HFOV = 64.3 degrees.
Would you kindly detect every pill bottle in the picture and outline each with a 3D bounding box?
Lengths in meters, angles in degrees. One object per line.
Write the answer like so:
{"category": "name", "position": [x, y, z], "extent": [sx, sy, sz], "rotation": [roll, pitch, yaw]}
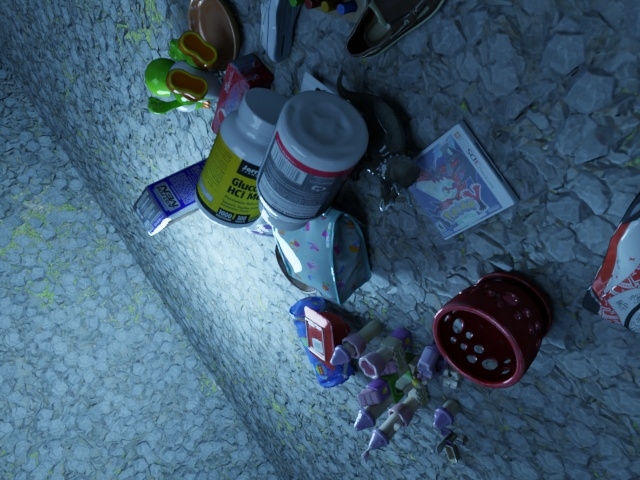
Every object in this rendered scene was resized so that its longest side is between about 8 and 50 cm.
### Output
{"category": "pill bottle", "position": [-0.036, -0.146, 1.070], "extent": [0.176, 0.176, 0.318], "rotation": [51, 150, 9]}
{"category": "pill bottle", "position": [-0.179, -0.199, 1.260], "extent": [0.188, 0.188, 0.334], "rotation": [47, 133, 14]}

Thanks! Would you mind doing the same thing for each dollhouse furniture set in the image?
{"category": "dollhouse furniture set", "position": [0.366, 0.607, 1.440], "extent": [0.091, 0.081, 0.114], "rotation": [4, 121, 51]}

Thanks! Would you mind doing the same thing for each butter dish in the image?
{"category": "butter dish", "position": [0.034, 0.272, 1.490], "extent": [0.160, 0.118, 0.159], "rotation": [20, 119, 57]}

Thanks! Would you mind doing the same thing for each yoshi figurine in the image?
{"category": "yoshi figurine", "position": [-0.399, -0.446, 1.394], "extent": [0.202, 0.204, 0.362], "rotation": [68, 162, -10]}

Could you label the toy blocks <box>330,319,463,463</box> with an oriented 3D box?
{"category": "toy blocks", "position": [0.181, 0.407, 1.345], "extent": [0.309, 0.260, 0.288], "rotation": [9, 124, 49]}

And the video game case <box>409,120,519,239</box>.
{"category": "video game case", "position": [0.265, -0.111, 1.017], "extent": [0.183, 0.023, 0.201], "rotation": [55, 147, 2]}

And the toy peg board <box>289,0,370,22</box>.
{"category": "toy peg board", "position": [0.010, -0.501, 0.961], "extent": [0.161, 0.079, 0.161], "rotation": [33, 141, 31]}

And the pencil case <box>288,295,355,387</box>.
{"category": "pencil case", "position": [0.007, 0.329, 1.625], "extent": [0.133, 0.119, 0.305], "rotation": [2, 119, 54]}

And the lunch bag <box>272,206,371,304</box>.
{"category": "lunch bag", "position": [0.000, 0.000, 1.327], "extent": [0.224, 0.160, 0.262], "rotation": [24, 140, 40]}

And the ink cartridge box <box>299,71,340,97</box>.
{"category": "ink cartridge box", "position": [0.004, -0.285, 1.194], "extent": [0.145, 0.045, 0.179], "rotation": [43, 138, 21]}

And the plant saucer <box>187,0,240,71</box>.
{"category": "plant saucer", "position": [-0.271, -0.543, 1.321], "extent": [0.200, 0.037, 0.199], "rotation": [31, 139, 32]}

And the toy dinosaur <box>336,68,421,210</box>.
{"category": "toy dinosaur", "position": [0.123, -0.211, 1.053], "extent": [0.160, 0.121, 0.313], "rotation": [-14, 86, 52]}

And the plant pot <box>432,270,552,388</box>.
{"category": "plant pot", "position": [0.348, 0.165, 1.006], "extent": [0.191, 0.174, 0.191], "rotation": [33, 140, 32]}

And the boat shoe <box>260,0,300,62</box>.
{"category": "boat shoe", "position": [-0.098, -0.493, 1.100], "extent": [0.076, 0.083, 0.226], "rotation": [45, 146, 15]}

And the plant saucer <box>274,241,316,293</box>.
{"category": "plant saucer", "position": [-0.064, 0.071, 1.576], "extent": [0.199, 0.036, 0.198], "rotation": [32, 139, 33]}

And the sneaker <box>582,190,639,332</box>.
{"category": "sneaker", "position": [0.514, 0.041, 0.773], "extent": [0.145, 0.090, 0.269], "rotation": [31, 142, 32]}

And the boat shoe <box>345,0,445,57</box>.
{"category": "boat shoe", "position": [0.131, -0.398, 0.879], "extent": [0.095, 0.095, 0.257], "rotation": [55, 147, 2]}

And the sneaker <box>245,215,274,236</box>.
{"category": "sneaker", "position": [-0.153, -0.088, 1.515], "extent": [0.305, 0.114, 0.152], "rotation": [174, 105, -67]}

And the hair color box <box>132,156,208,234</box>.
{"category": "hair color box", "position": [-0.352, -0.154, 1.475], "extent": [0.110, 0.339, 0.185], "rotation": [59, 146, -3]}

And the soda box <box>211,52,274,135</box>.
{"category": "soda box", "position": [-0.213, -0.362, 1.358], "extent": [0.092, 0.083, 0.263], "rotation": [50, 147, 10]}
